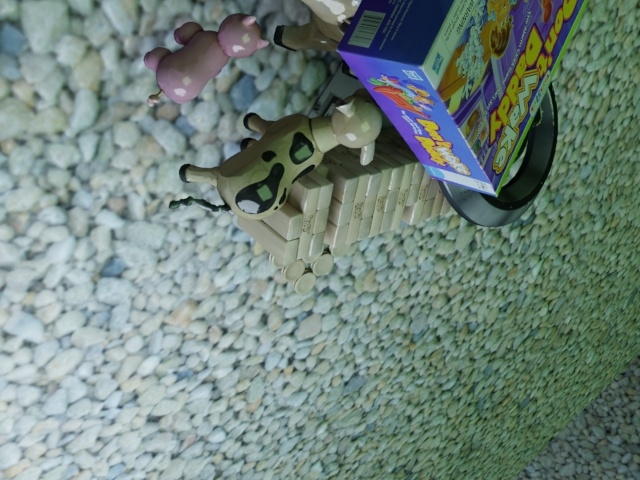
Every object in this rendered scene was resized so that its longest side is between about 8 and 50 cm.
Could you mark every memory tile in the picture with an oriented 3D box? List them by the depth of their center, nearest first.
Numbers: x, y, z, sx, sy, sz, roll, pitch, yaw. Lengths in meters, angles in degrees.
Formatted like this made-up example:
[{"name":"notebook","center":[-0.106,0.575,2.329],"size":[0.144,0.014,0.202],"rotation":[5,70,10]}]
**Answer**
[{"name":"memory tile","center":[0.000,0.000,0.949],"size":[0.148,0.012,0.113],"rotation":[-45,140,-5]}]

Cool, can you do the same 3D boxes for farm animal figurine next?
[{"name":"farm animal figurine","center":[0.016,-0.191,0.629],"size":[0.327,0.172,0.330],"rotation":[-12,112,-38]}]

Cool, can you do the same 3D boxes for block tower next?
[{"name":"block tower","center":[0.072,-0.070,0.802],"size":[0.335,0.097,0.091],"rotation":[-18,133,-36]}]

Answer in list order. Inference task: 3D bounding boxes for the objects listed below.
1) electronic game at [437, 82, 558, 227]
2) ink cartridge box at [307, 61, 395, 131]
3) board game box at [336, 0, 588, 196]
[{"name":"electronic game","center":[0.204,-0.129,0.793],"size":[0.229,0.048,0.229],"rotation":[-6,100,-40]},{"name":"ink cartridge box","center":[0.044,-0.141,0.842],"size":[0.104,0.060,0.180],"rotation":[25,102,-50]},{"name":"board game box","center":[0.167,-0.245,0.609],"size":[0.233,0.078,0.347],"rotation":[37,77,-57]}]
